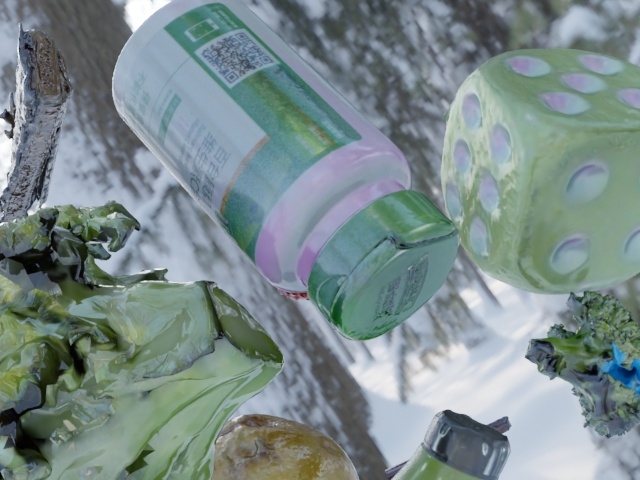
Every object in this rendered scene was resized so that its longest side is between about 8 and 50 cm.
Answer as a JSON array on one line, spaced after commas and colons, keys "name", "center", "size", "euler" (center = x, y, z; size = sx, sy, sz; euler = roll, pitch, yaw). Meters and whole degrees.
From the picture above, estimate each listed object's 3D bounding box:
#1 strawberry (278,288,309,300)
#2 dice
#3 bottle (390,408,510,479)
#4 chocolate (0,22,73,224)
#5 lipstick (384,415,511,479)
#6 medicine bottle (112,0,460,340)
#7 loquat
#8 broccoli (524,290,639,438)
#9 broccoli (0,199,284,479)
[{"name": "strawberry", "center": [-0.002, 0.007, 1.657], "size": [0.107, 0.175, 0.236], "euler": [10, -4, 20]}, {"name": "dice", "center": [0.314, -0.094, 1.448], "size": [0.250, 0.254, 0.252], "euler": [-5, -56, -18]}, {"name": "bottle", "center": [0.076, 0.270, 0.928], "size": [0.112, 0.112, 0.260], "euler": [0, -66, -82]}, {"name": "chocolate", "center": [-0.321, -0.115, 1.237], "size": [0.065, 0.102, 0.329], "euler": [-2, -22, -21]}, {"name": "lipstick", "center": [0.168, 0.274, 1.446], "size": [0.177, 0.027, 0.027], "euler": [-26, -4, 4]}, {"name": "medicine bottle", "center": [-0.026, -0.055, 0.802], "size": [0.133, 0.274, 0.133], "euler": [-33, -30, -22]}, {"name": "loquat", "center": [-0.076, 0.398, 1.600], "size": [0.276, 0.276, 0.283], "euler": [-31, -50, -44]}, {"name": "broccoli", "center": [0.323, 0.147, 1.332], "size": [0.160, 0.167, 0.154], "euler": [7, 5, -27]}, {"name": "broccoli", "center": [-0.180, 0.123, 0.817], "size": [0.272, 0.324, 0.334], "euler": [-50, -48, -6]}]
